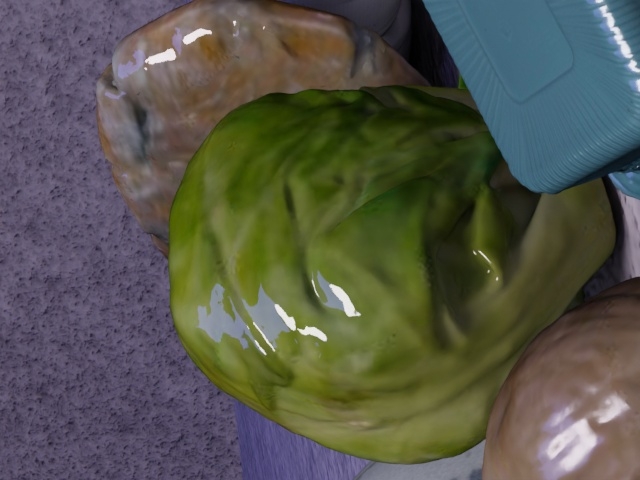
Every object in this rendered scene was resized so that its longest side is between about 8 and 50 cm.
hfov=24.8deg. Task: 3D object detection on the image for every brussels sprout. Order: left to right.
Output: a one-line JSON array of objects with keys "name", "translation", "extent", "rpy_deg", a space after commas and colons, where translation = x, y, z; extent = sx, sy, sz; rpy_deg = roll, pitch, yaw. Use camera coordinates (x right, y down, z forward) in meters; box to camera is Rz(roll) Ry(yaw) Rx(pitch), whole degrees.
[{"name": "brussels sprout", "translation": [0.029, 0.006, 0.724], "extent": [0.223, 0.223, 0.161], "rpy_deg": [-110, 18, -47]}]

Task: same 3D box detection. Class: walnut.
[{"name": "walnut", "translation": [0.123, 0.086, 0.499], "extent": [0.162, 0.140, 0.140], "rpy_deg": [103, 157, -47]}]

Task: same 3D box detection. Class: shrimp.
[{"name": "shrimp", "translation": [0.000, 0.000, 1.011], "extent": [0.445, 0.221, 0.110], "rpy_deg": [65, -161, -46]}]

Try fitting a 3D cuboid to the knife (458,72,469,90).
[{"name": "knife", "translation": [0.093, -0.040, 0.906], "extent": [0.212, 0.015, 0.054], "rpy_deg": [89, 166, -44]}]

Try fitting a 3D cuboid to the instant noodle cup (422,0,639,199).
[{"name": "instant noodle cup", "translation": [0.092, -0.097, 0.529], "extent": [0.179, 0.070, 0.157], "rpy_deg": [64, 161, 4]}]

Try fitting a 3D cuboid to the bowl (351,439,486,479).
[{"name": "bowl", "translation": [0.070, 0.296, 0.853], "extent": [0.435, 0.196, 0.434], "rpy_deg": [169, 90, -80]}]

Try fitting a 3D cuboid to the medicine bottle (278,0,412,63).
[{"name": "medicine bottle", "translation": [-0.008, -0.128, 1.030], "extent": [0.258, 0.143, 0.143], "rpy_deg": [93, 164, -54]}]
